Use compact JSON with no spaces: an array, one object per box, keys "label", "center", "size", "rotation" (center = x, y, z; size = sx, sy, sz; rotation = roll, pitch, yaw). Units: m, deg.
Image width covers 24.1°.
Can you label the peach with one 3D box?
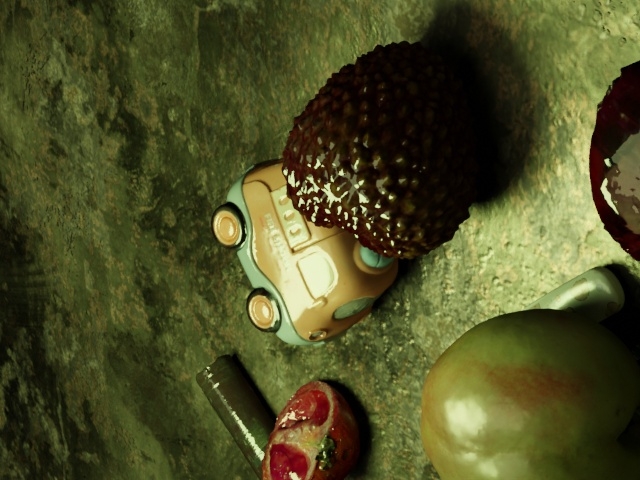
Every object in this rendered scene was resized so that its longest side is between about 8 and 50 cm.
[{"label":"peach","center":[0.254,0.220,1.775],"size":[0.292,0.247,0.292],"rotation":[11,128,15]}]

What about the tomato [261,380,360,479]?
[{"label":"tomato","center":[-0.003,0.316,2.273],"size":[0.173,0.099,0.189],"rotation":[10,74,62]}]

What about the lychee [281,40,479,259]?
[{"label":"lychee","center":[0.087,-0.119,1.880],"size":[0.271,0.271,0.271],"rotation":[23,122,42]}]

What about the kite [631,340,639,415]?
[{"label":"kite","center":[0.402,0.196,1.806],"size":[0.204,0.022,0.360],"rotation":[49,138,23]}]

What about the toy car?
[{"label":"toy car","center":[0.000,0.000,2.073],"size":[0.212,0.180,0.271],"rotation":[-25,86,41]}]

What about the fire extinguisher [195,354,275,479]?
[{"label":"fire extinguisher","center":[-0.110,0.313,2.391],"size":[0.268,0.089,0.072],"rotation":[55,141,17]}]

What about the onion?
[{"label":"onion","center":[0.393,-0.090,1.558],"size":[0.219,0.252,0.252],"rotation":[-87,-3,-65]}]

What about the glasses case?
[{"label":"glasses case","center":[0.309,0.084,1.845],"size":[0.164,0.041,0.063],"rotation":[-37,80,50]}]
